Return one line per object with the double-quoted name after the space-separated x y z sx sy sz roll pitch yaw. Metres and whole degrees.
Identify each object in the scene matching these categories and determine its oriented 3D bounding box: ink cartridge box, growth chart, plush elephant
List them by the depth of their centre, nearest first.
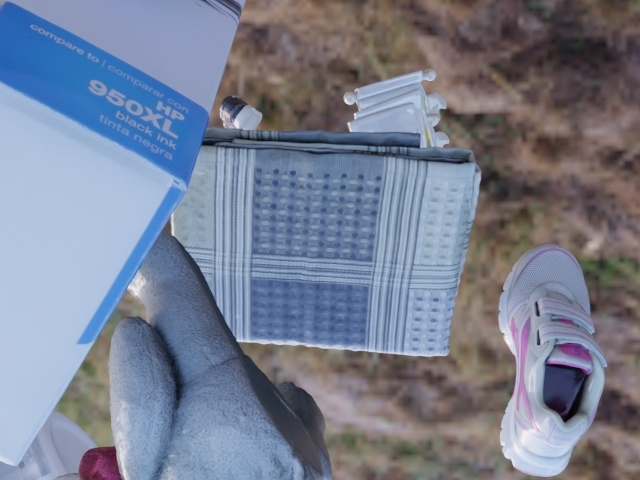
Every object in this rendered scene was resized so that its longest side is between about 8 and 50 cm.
-0.193 -0.080 1.282 0.166 0.395 0.285 27 123 -11 "ink cartridge box"
-0.129 0.212 1.391 0.255 0.330 0.272 -35 127 6 "plush elephant"
0.097 -0.095 2.200 0.172 0.237 0.021 -9 -169 -38 "growth chart"

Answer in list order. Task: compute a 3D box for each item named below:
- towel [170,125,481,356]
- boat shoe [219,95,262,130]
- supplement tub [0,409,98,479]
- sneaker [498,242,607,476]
0.000 0.000 1.807 0.312 0.056 0.324 4 139 0 "towel"
-0.105 -0.157 2.225 0.038 0.046 0.125 37 180 7 "boat shoe"
-0.372 0.336 1.868 0.316 0.193 0.193 -34 146 6 "supplement tub"
0.253 0.116 1.832 0.103 0.252 0.111 7 157 -16 "sneaker"
